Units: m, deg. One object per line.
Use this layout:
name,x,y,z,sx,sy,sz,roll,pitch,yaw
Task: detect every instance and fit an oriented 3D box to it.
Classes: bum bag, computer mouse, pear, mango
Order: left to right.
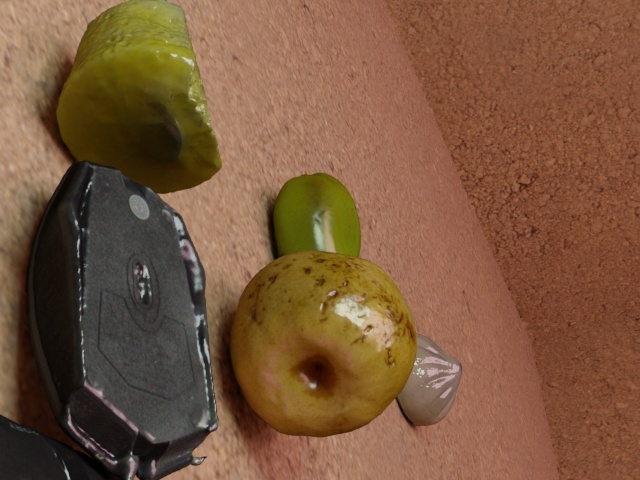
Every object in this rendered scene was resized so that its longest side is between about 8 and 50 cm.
bum bag,-0.139,0.148,0.532,0.197,0.049,0.087,45,10,-51
computer mouse,-0.132,0.050,0.612,0.126,0.071,0.231,32,38,-50
mango,-0.003,-0.005,1.089,0.117,0.089,0.163,56,22,-43
pear,0.003,0.087,0.867,0.178,0.178,0.178,-19,90,-74

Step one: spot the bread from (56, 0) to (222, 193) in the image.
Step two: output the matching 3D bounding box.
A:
bread,-0.133,-0.105,0.724,0.114,0.111,0.129,-97,-178,-49

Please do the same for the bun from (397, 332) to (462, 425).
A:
bun,0.159,0.194,1.412,0.138,0.094,0.138,56,20,-34
